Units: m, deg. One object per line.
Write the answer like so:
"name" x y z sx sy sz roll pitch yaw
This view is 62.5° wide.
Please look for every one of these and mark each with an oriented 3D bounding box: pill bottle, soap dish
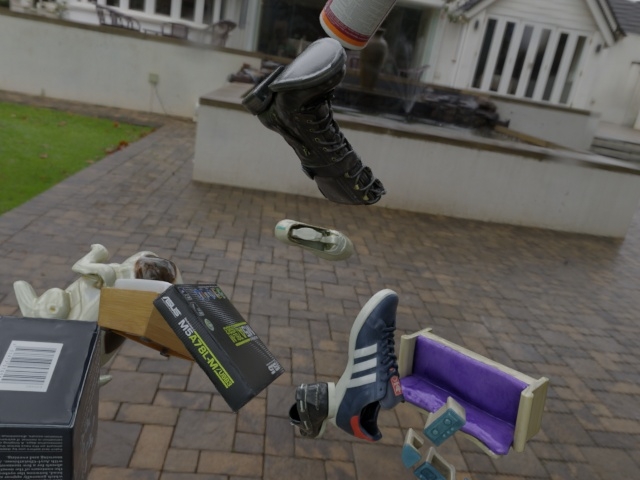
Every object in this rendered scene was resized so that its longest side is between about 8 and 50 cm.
"pill bottle" 0.100 -0.511 1.071 0.121 0.221 0.121 19 47 -22
"soap dish" -0.326 0.178 1.126 0.291 0.118 0.229 -3 -31 48

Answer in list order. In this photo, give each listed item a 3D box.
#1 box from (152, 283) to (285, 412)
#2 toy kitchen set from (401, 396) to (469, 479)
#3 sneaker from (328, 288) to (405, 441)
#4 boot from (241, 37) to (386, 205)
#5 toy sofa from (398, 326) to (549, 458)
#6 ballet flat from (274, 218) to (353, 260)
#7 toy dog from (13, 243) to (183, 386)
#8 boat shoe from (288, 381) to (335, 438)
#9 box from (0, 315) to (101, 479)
"box" -0.139 0.145 0.769 0.184 0.045 0.191 48 3 9
"toy kitchen set" 0.276 0.450 1.043 0.207 0.166 0.122 42 22 2
"sneaker" 0.138 0.289 1.195 0.148 0.349 0.131 24 13 38
"boot" 0.018 -0.142 0.729 0.229 0.091 0.263 48 -16 -20
"toy sofa" 0.346 0.358 1.295 0.177 0.150 0.363 -11 22 -41
"ballet flat" 0.000 0.000 1.392 0.249 0.086 0.086 13 15 -29
"toy dog" -0.597 0.180 1.523 0.408 0.284 0.395 -30 48 -13
"boat shoe" -0.025 0.330 1.027 0.079 0.233 0.084 -1 58 -10
"box" -0.605 0.408 1.122 0.212 0.395 0.293 7 30 -15
